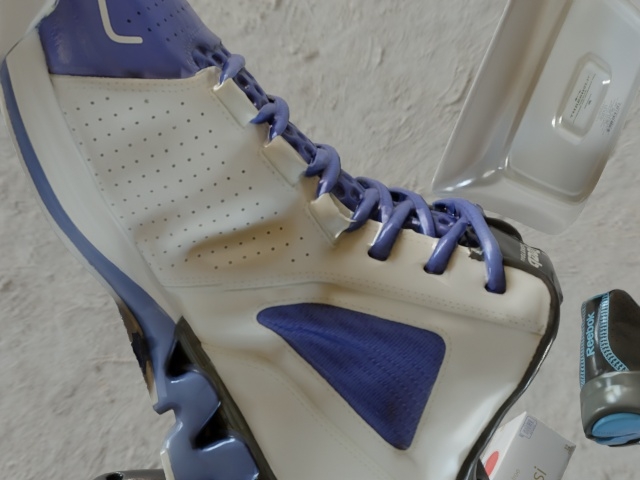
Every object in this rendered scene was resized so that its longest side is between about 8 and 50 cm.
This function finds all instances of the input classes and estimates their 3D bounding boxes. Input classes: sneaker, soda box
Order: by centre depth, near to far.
[{"bbox_3d":[0.000,0.001,0.459,0.182,0.127,0.315,-20,102,6],"label":"sneaker"},{"bbox_3d":[0.379,0.140,1.060,0.125,0.341,0.139,-25,58,39],"label":"sneaker"},{"bbox_3d":[0.185,0.289,1.114,0.069,0.074,0.216,35,60,0],"label":"soda box"}]

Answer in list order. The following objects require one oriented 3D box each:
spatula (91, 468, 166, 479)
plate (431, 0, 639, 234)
[{"bbox_3d":[-0.026,0.176,0.815,0.297,0.084,0.030,-6,112,-11],"label":"spatula"},{"bbox_3d":[0.244,-0.144,1.047,0.045,0.278,0.277,27,98,37],"label":"plate"}]
